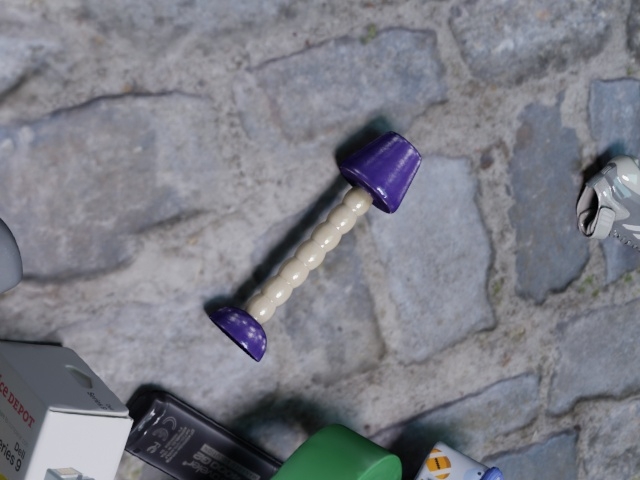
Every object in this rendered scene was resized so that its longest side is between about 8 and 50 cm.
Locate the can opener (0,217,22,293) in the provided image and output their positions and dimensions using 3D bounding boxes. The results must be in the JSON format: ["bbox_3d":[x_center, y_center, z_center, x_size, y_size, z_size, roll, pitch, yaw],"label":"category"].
[{"bbox_3d":[-0.335,-0.061,1.067,0.095,0.076,0.283,-24,126,-3],"label":"can opener"}]

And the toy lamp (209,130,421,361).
[{"bbox_3d":[0.000,0.000,1.366,0.275,0.080,0.080,-48,132,-10],"label":"toy lamp"}]

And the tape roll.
[{"bbox_3d":[-0.025,0.357,1.424,0.321,0.077,0.321,-50,158,-30],"label":"tape roll"}]

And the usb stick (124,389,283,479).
[{"bbox_3d":[-0.109,0.241,1.418,0.077,0.045,0.278,-48,132,2],"label":"usb stick"}]

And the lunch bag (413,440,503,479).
[{"bbox_3d":[0.111,0.399,1.545,0.303,0.115,0.243,-56,160,-25],"label":"lunch bag"}]

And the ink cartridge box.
[{"bbox_3d":[-0.269,0.217,1.206,0.093,0.154,0.212,13,104,-39],"label":"ink cartridge box"}]

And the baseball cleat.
[{"bbox_3d":[0.385,-0.019,1.675,0.109,0.072,0.206,-35,125,-3],"label":"baseball cleat"}]
